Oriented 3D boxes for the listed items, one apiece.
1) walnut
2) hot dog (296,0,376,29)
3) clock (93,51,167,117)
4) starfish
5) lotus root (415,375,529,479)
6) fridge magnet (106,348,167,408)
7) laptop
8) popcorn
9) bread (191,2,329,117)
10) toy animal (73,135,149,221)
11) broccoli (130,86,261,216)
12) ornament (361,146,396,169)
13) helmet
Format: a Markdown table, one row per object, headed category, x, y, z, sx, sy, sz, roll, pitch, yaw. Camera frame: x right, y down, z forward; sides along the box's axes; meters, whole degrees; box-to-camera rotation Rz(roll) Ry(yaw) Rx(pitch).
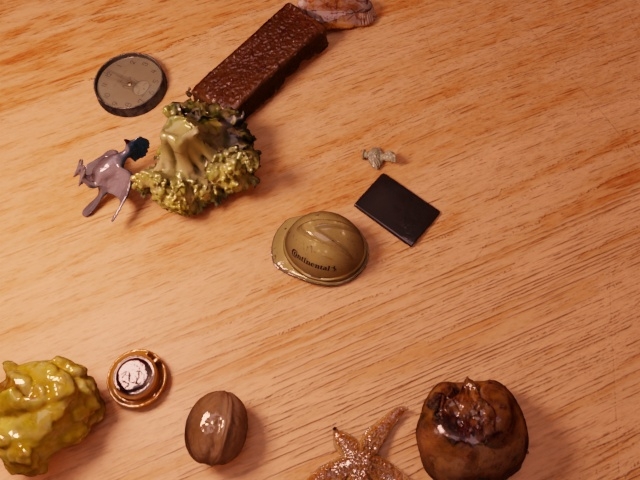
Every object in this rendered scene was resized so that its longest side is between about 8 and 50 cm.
| category | x | y | z | sx | sy | sz | roll | pitch | yaw |
| --- | --- | --- | --- | --- | --- | --- | --- | --- | --- |
| walnut | -0.233 | 0.421 | 1.457 | 0.140 | 0.140 | 0.162 | 0 | 55 | 3 |
| hot dog | 0.047 | -0.702 | 1.996 | 0.253 | 0.069 | 0.131 | 1 | 56 | 0 |
| clock | -0.565 | -0.465 | 1.926 | 0.215 | 0.042 | 0.215 | -1 | 66 | 2 |
| starfish | 0.114 | 0.503 | 1.454 | 0.295 | 0.048 | 0.231 | -35 | 59 | -15 |
| lotus root | 0.335 | 0.410 | 1.421 | 0.272 | 0.192 | 0.272 | -4 | 61 | 7 |
| fridge magnet | -0.439 | 0.327 | 1.547 | 0.143 | 0.063 | 0.143 | 0 | 65 | -1 |
| laptop | 0.204 | -0.084 | 1.735 | 0.197 | 0.016 | 0.135 | 38 | 71 | 16 |
| popcorn | -0.629 | 0.374 | 1.460 | 0.250 | 0.235 | 0.241 | -32 | 110 | -24 |
| bread | -0.172 | -0.507 | 1.890 | 0.165 | 0.113 | 0.416 | 39 | 74 | 18 |
| toy animal | -0.561 | -0.170 | 1.738 | 0.176 | 0.255 | 0.239 | 3 | 36 | -37 |
| broccoli | -0.339 | -0.237 | 1.678 | 0.348 | 0.281 | 0.293 | -23 | 75 | -8 |
| ornament | 0.161 | -0.230 | 1.789 | 0.092 | 0.041 | 0.068 | -15 | 60 | 6 |
| helmet | -0.004 | -0.002 | 1.638 | 0.258 | 0.137 | 0.204 | 9 | 66 | 7 |
